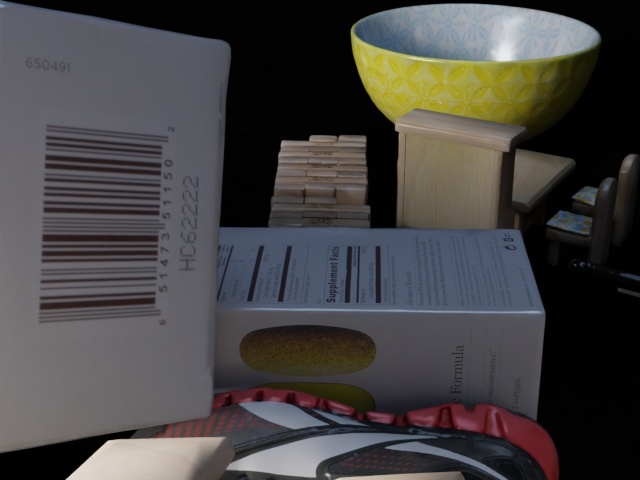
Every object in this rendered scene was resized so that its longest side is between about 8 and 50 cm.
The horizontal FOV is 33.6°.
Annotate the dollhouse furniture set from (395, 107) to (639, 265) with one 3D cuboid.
[{"bbox_3d":[0.172,-0.064,1.021,0.212,0.161,0.242,14,28,28],"label":"dollhouse furniture set"}]

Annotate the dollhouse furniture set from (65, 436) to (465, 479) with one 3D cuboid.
[{"bbox_3d":[0.067,0.215,0.253,0.303,0.286,0.198,-7,21,24],"label":"dollhouse furniture set"}]

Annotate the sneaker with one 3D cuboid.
[{"bbox_3d":[0.008,0.155,0.624,0.276,0.097,0.135,3,23,2],"label":"sneaker"}]

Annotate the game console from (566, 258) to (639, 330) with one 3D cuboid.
[{"bbox_3d":[0.283,0.043,0.905,0.122,0.107,0.071,15,57,31],"label":"game console"}]

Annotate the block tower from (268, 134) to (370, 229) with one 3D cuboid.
[{"bbox_3d":[0.000,0.000,0.969,0.091,0.097,0.335,1,23,1],"label":"block tower"}]

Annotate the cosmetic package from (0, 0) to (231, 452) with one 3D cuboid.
[{"bbox_3d":[-0.270,-0.022,0.714,0.453,0.230,0.161,7,5,42],"label":"cosmetic package"}]

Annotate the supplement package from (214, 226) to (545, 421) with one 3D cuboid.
[{"bbox_3d":[0.022,0.077,0.745,0.244,0.139,0.134,0,24,3],"label":"supplement package"}]

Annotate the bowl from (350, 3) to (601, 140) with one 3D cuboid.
[{"bbox_3d":[0.180,-0.178,1.274,0.289,0.156,0.289,0,25,0],"label":"bowl"}]
